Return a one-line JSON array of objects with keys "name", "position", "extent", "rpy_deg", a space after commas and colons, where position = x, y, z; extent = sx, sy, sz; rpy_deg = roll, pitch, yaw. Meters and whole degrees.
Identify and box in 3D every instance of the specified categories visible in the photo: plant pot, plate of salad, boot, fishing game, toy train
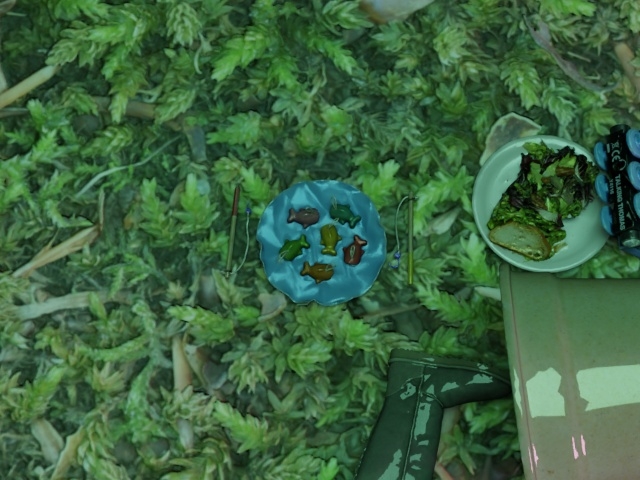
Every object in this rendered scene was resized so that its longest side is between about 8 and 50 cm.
[{"name": "plant pot", "position": [0.387, 0.171, 1.532], "extent": [0.305, 0.334, 0.334], "rpy_deg": [-8, 74, 10]}, {"name": "plate of salad", "position": [0.309, -0.055, 1.771], "extent": [0.199, 0.048, 0.200], "rpy_deg": [0, 74, 2]}, {"name": "boot", "position": [0.148, 0.257, 1.675], "extent": [0.189, 0.076, 0.209], "rpy_deg": [7, 67, 18]}, {"name": "fishing game", "position": [0.000, 0.000, 1.767], "extent": [0.264, 0.041, 0.189], "rpy_deg": [5, 72, 3]}, {"name": "toy train", "position": [0.428, -0.068, 1.746], "extent": [0.080, 0.105, 0.184], "rpy_deg": [-23, 56, 40]}]
